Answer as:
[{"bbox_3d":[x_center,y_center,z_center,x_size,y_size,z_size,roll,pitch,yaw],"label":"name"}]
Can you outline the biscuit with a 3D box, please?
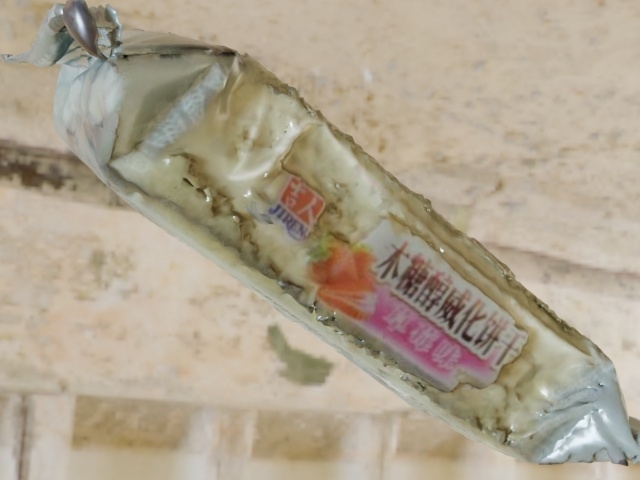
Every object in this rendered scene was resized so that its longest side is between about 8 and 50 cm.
[{"bbox_3d":[0.001,0.000,0.526,0.309,0.079,0.186,38,174,-19],"label":"biscuit"}]
